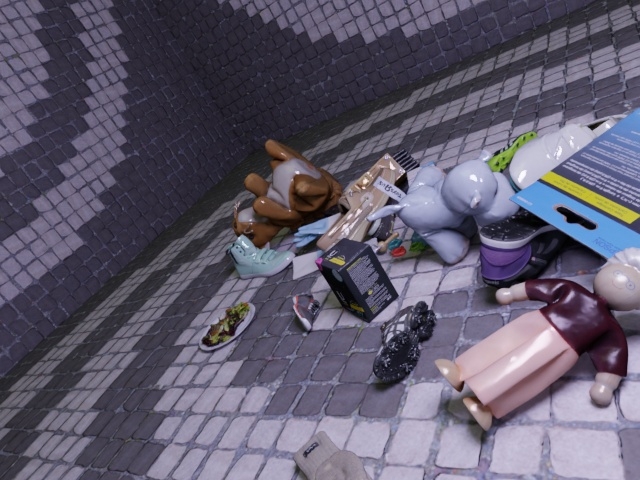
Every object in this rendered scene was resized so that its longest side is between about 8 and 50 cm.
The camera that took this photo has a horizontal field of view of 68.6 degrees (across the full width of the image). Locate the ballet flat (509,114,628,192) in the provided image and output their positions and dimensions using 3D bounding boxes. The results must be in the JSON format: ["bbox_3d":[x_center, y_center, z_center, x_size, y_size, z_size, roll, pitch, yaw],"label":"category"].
[{"bbox_3d":[0.561,-0.206,1.017,0.400,0.139,0.139,-21,14,-32],"label":"ballet flat"}]

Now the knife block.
[{"bbox_3d":[0.215,-0.197,1.597,0.276,0.088,0.242,-43,-10,6],"label":"knife block"}]

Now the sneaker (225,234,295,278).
[{"bbox_3d":[-0.217,0.045,1.616,0.256,0.151,0.094,-15,26,33],"label":"sneaker"}]

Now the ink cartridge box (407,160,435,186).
[{"bbox_3d":[0.327,-0.165,1.437,0.092,0.090,0.143,-24,23,18],"label":"ink cartridge box"}]

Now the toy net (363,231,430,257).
[{"bbox_3d":[0.196,0.025,1.277,0.232,0.045,0.122,-16,29,37],"label":"toy net"}]

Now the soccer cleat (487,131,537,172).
[{"bbox_3d":[0.562,-0.265,1.391,0.179,0.060,0.072,-37,21,-5],"label":"soccer cleat"}]

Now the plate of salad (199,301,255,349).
[{"bbox_3d":[-0.287,0.250,1.413,0.200,0.048,0.200,-26,23,12],"label":"plate of salad"}]

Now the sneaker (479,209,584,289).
[{"bbox_3d":[0.416,0.015,0.942,0.283,0.124,0.107,-14,24,-30],"label":"sneaker"}]

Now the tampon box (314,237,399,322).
[{"bbox_3d":[0.085,0.092,1.118,0.101,0.161,0.120,-39,23,-18],"label":"tampon box"}]

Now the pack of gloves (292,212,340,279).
[{"bbox_3d":[0.000,0.000,1.474,0.232,0.046,0.195,-21,49,23],"label":"pack of gloves"}]

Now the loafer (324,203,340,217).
[{"bbox_3d":[0.078,-0.095,1.600,0.078,0.080,0.220,-52,24,-4],"label":"loafer"}]

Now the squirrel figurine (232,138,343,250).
[{"bbox_3d":[-0.124,-0.115,1.721,0.370,0.281,0.397,-52,-29,21],"label":"squirrel figurine"}]

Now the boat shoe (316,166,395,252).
[{"bbox_3d":[0.109,-0.097,1.379,0.341,0.110,0.121,-58,9,-21],"label":"boat shoe"}]

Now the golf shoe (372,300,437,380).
[{"bbox_3d":[0.153,0.203,0.932,0.198,0.077,0.094,-40,12,-37],"label":"golf shoe"}]

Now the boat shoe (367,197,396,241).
[{"bbox_3d":[0.195,-0.068,1.441,0.081,0.069,0.228,-55,5,34],"label":"boat shoe"}]

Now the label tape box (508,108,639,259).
[{"bbox_3d":[0.560,-0.079,0.852,0.334,0.106,0.240,-34,41,-6],"label":"label tape box"}]

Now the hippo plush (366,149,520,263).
[{"bbox_3d":[0.305,-0.113,1.053,0.236,0.294,0.234,-36,32,51],"label":"hippo plush"}]

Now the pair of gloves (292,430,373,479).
[{"bbox_3d":[-0.027,0.425,0.723,0.240,0.042,0.204,-39,20,-23],"label":"pair of gloves"}]

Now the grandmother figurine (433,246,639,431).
[{"bbox_3d":[0.351,0.139,0.687,0.342,0.208,0.104,-40,-20,7],"label":"grandmother figurine"}]

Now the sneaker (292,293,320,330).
[{"bbox_3d":[-0.033,0.177,1.229,0.065,0.061,0.158,-25,23,-1],"label":"sneaker"}]
